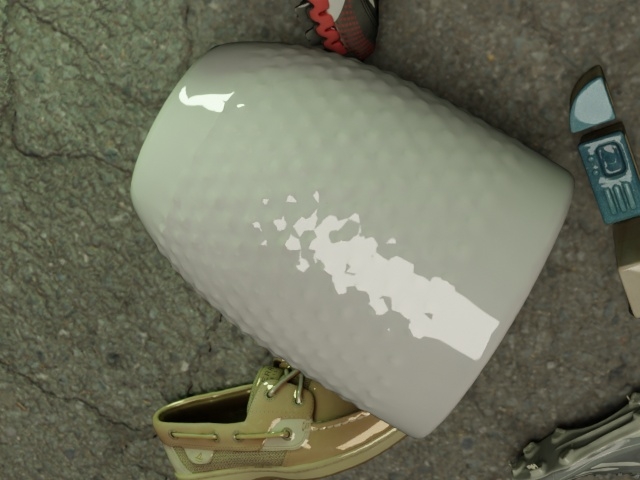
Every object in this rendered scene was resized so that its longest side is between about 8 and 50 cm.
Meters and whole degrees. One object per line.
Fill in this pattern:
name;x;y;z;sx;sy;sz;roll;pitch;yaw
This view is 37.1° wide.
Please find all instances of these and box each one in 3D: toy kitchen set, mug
toy kitchen set;0.324;-0.065;0.845;0.166;0.122;0.207;-19;105;21
mug;0.000;0.000;0.898;0.328;0.276;0.374;30;147;2

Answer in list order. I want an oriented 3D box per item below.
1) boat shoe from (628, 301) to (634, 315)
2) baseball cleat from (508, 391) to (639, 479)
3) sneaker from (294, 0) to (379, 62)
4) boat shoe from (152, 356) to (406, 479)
boat shoe;0.372;0.067;0.930;0.142;0.049;0.040;13;132;11
baseball cleat;0.304;0.230;0.994;0.206;0.072;0.109;-33;106;27
sneaker;0.030;-0.271;0.825;0.135;0.097;0.276;-10;134;6
boat shoe;-0.036;0.190;1.040;0.341;0.121;0.110;-22;104;23
